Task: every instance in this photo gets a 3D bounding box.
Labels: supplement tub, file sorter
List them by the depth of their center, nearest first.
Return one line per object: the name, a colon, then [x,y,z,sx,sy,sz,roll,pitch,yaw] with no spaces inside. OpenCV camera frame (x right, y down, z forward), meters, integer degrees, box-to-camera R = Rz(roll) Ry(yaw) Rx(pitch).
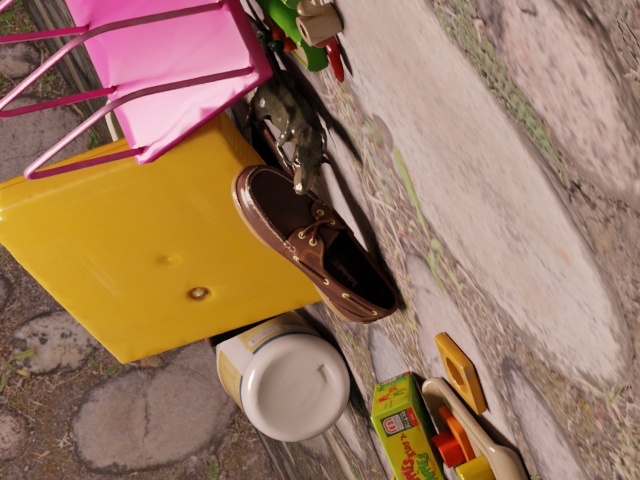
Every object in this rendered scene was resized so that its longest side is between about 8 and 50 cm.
file sorter: [-0.222,-0.226,1.645,0.202,0.182,0.290,-31,81,43]
supplement tub: [-0.055,0.170,2.360,0.144,0.144,0.200,66,170,-20]

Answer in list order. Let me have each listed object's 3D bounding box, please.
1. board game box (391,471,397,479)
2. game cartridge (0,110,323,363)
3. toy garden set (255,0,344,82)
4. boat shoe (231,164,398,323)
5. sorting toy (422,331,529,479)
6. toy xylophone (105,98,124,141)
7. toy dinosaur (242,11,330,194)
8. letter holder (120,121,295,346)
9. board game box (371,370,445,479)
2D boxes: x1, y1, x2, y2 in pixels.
board game box: [0.095,0.345,2.013,0.259,0.039,0.124,-75,-23,-44]
game cartridge: [-0.163,0.001,1.913,0.323,0.285,0.052,55,-158,-49]
toy garden set: [-0.047,-0.238,1.514,0.204,0.049,0.244,51,165,51]
boat shoe: [0.000,0.000,1.781,0.207,0.073,0.073,44,160,-17]
sorting toy: [0.157,0.242,1.736,0.347,0.047,0.196,67,169,-23]
toy xylophone: [-0.210,-0.090,2.374,0.236,0.081,0.322,-76,-26,-47]
toy dinosaur: [-0.041,-0.131,1.762,0.118,0.064,0.268,82,164,-53]
letter holder: [-0.125,-0.045,2.147,0.214,0.152,0.302,61,170,24]
board game box: [0.090,0.197,1.831,0.181,0.043,0.092,-60,-53,-83]
